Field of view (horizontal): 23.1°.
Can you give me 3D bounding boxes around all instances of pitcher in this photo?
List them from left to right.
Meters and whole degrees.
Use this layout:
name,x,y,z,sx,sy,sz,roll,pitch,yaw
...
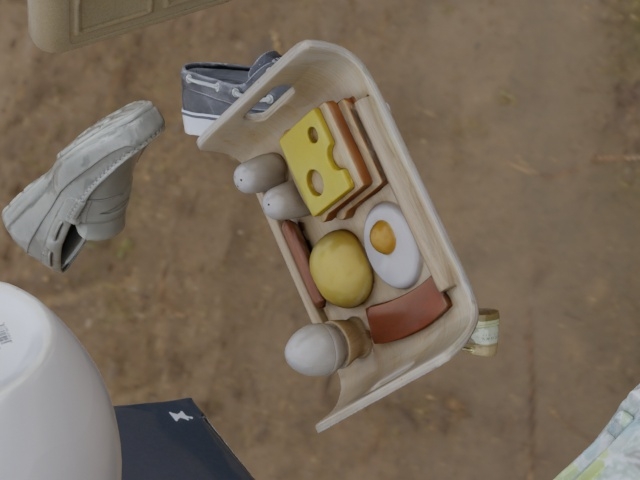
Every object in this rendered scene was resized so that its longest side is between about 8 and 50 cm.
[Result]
name,x,y,z,sx,sy,sz,roll,pitch,yaw
pitcher,-0.159,0.109,0.686,0.178,0.125,0.207,45,144,44

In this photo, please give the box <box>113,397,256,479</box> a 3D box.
name,x,y,z,sx,sy,sz,roll,pitch,yaw
box,-0.193,0.408,1.572,0.293,0.212,0.395,43,125,45

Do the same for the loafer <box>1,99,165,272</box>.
name,x,y,z,sx,sy,sz,roll,pitch,yaw
loafer,-0.258,-0.058,1.797,0.111,0.112,0.319,52,141,-2

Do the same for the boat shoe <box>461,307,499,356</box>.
name,x,y,z,sx,sy,sz,roll,pitch,yaw
boat shoe,0.109,0.086,1.414,0.135,0.050,0.045,-4,93,57

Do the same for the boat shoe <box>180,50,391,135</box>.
name,x,y,z,sx,sy,sz,roll,pitch,yaw
boat shoe,-0.049,-0.179,1.899,0.301,0.108,0.102,7,112,39

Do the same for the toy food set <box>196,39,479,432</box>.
name,x,y,z,sx,sy,sz,roll,pitch,yaw
toy food set,0.000,0.000,1.402,0.220,0.092,0.306,-38,73,52

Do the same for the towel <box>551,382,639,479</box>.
name,x,y,z,sx,sy,sz,roll,pitch,yaw
towel,0.326,0.361,1.452,0.320,0.090,0.374,-53,57,32

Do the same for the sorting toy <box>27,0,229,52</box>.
name,x,y,z,sx,sy,sz,roll,pitch,yaw
sorting toy,-0.132,-0.287,1.279,0.307,0.229,0.041,103,145,-55
